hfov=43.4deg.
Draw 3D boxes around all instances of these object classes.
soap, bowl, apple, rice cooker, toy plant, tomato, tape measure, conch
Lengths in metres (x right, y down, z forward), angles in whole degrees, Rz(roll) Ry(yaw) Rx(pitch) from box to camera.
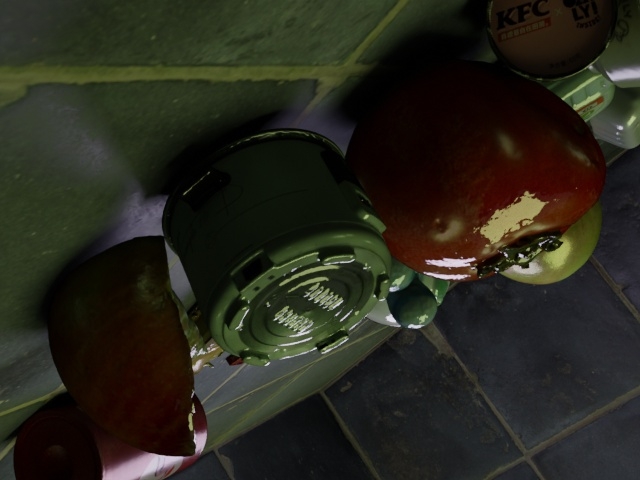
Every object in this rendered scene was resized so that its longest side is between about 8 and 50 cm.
[{"bbox_3d":[-0.200,0.166,1.495,0.135,0.076,0.233,-20,159,-50],"label":"soap"},{"bbox_3d":[0.420,-0.303,1.116,0.112,0.211,0.211,-13,-178,37],"label":"bowl"},{"bbox_3d":[-0.236,0.150,1.033,0.179,0.254,0.346,-57,169,-34],"label":"apple"},{"bbox_3d":[0.511,-0.058,1.910,0.319,0.319,0.277,-26,151,-30],"label":"apple"},{"bbox_3d":[-0.052,-0.001,0.954,0.241,0.227,0.280,-40,143,17],"label":"rice cooker"},{"bbox_3d":[0.137,0.051,1.521,0.247,0.247,0.332,-35,171,3],"label":"toy plant"},{"bbox_3d":[0.199,-0.092,1.074,0.325,0.289,0.293,-10,152,-45],"label":"tomato"},{"bbox_3d":[0.346,-0.233,1.305,0.243,0.125,0.246,-31,165,14],"label":"tape measure"},{"bbox_3d":[-0.250,0.141,1.245,0.116,0.106,0.173,-48,160,-31],"label":"conch"}]

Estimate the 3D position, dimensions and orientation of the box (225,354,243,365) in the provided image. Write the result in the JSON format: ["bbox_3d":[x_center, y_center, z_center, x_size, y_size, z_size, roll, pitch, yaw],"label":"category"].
[{"bbox_3d":[-0.199,0.292,2.030,0.051,0.023,0.082,-36,166,11],"label":"box"}]

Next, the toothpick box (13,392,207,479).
[{"bbox_3d":[-0.389,0.388,1.542,0.204,0.204,0.333,-40,166,20],"label":"toothpick box"}]

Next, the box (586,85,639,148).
[{"bbox_3d":[0.612,-0.301,1.504,0.336,0.106,0.264,-51,154,7],"label":"box"}]

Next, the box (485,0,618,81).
[{"bbox_3d":[0.286,-0.267,1.005,0.151,0.151,0.135,-38,173,13],"label":"box"}]
